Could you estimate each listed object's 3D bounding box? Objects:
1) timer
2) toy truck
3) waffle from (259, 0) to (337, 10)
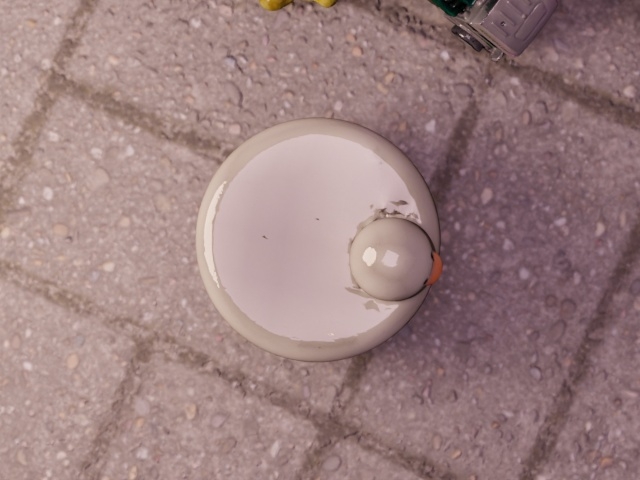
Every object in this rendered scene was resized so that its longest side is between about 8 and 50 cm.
[{"bbox_3d":[0.000,0.000,1.491,0.233,0.240,0.233,0,89,5],"label":"timer"},{"bbox_3d":[0.124,-0.260,1.515,0.216,0.116,0.110,36,96,-23],"label":"toy truck"},{"bbox_3d":[-0.011,-0.365,1.590,0.309,0.065,0.283,2,88,2],"label":"waffle"}]
